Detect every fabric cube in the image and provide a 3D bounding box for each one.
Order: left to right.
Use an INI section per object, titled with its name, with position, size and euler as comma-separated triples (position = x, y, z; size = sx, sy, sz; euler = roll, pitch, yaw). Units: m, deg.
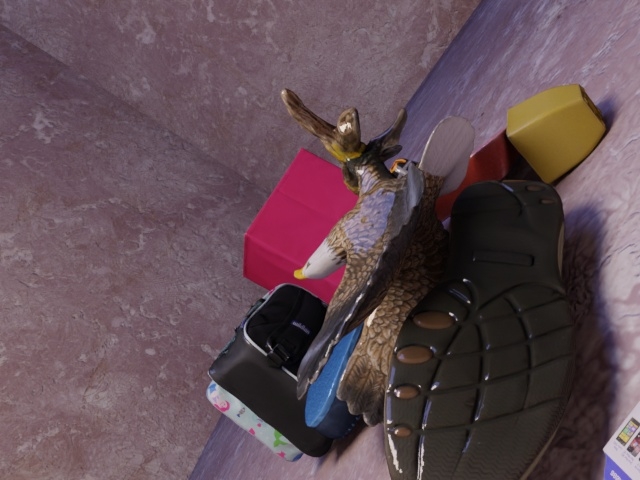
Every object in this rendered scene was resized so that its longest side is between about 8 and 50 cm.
[fabric cube]
position = 0.000, 0.000, 1.174
size = 0.259, 0.258, 0.254
euler = -60, -5, -24

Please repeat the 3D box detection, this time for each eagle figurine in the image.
[eagle figurine]
position = 0.060, 0.017, 0.531
size = 0.225, 0.226, 0.298
euler = 120, 147, -48

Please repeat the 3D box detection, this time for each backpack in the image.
[backpack]
position = -0.039, 0.194, 0.817
size = 0.191, 0.225, 0.253
euler = -50, 3, 26

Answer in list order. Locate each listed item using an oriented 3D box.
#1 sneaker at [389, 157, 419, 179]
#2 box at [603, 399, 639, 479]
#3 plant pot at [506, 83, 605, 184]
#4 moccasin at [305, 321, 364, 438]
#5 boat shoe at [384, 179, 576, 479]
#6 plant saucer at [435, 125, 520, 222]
[sneaker]
position = 0.220, -0.179, 1.343
size = 0.084, 0.083, 0.215
euler = -59, 4, 8
[box]
position = 0.202, 0.091, 0.257
size = 0.136, 0.028, 0.081
euler = -59, 5, 8
[plant pot]
position = 0.275, -0.132, 0.600
size = 0.083, 0.081, 0.081
euler = -35, 18, 37
[moccasin]
position = 0.085, 0.120, 0.690
size = 0.137, 0.117, 0.342
euler = -53, 4, 40
[boat shoe]
position = 0.146, 0.079, 0.435
size = 0.324, 0.123, 0.119
euler = -57, -35, -40
[plant saucer]
position = 0.182, -0.068, 0.742
size = 0.259, 0.047, 0.258
euler = -41, -3, 32
